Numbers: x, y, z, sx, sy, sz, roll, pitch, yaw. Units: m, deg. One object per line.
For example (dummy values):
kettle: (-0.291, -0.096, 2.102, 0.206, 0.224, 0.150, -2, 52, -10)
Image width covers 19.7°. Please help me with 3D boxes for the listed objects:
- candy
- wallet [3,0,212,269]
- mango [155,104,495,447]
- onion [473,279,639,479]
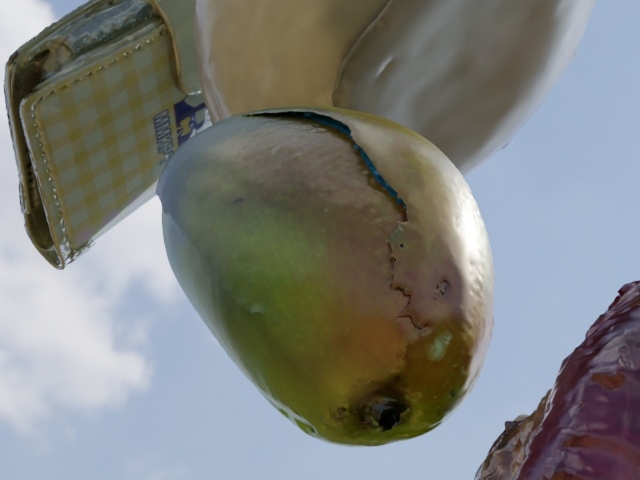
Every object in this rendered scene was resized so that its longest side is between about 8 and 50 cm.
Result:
candy: (0.045, -0.147, 1.078, 0.185, 0.295, 0.295, 47, -17, 26)
wallet: (-0.090, -0.132, 1.331, 0.077, 0.309, 0.223, 42, -25, 21)
mango: (0.000, 0.000, 0.800, 0.125, 0.233, 0.111, -23, -57, -8)
onion: (0.124, 0.128, 0.664, 0.163, 0.230, 0.230, 30, -29, 1)
